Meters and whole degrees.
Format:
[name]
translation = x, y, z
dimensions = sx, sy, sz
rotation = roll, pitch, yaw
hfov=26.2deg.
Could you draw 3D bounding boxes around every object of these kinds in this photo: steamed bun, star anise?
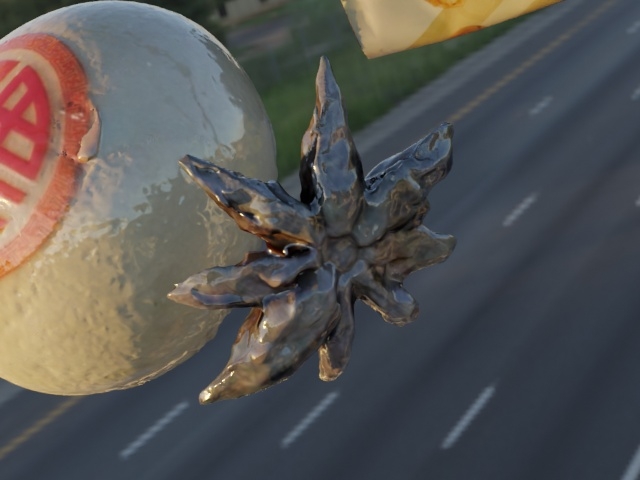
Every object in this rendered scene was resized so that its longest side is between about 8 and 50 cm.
[steamed bun]
translation = -0.174, -0.038, 0.951
dimensions = 0.283, 0.283, 0.177
rotation = -4, -18, 38
[star anise]
translation = 0.000, 0.000, 0.772
dimensions = 0.204, 0.180, 0.061
rotation = -31, 22, -12

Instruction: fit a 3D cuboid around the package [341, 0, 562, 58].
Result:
[package]
translation = 0.153, -0.322, 1.227
dimensions = 0.311, 0.221, 0.165
rotation = -17, 29, 18
